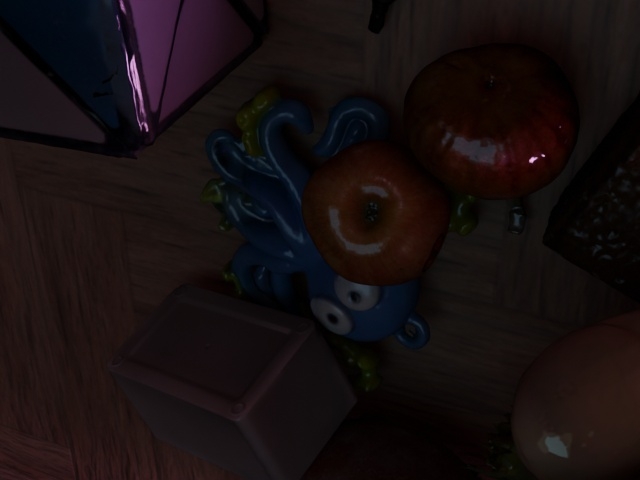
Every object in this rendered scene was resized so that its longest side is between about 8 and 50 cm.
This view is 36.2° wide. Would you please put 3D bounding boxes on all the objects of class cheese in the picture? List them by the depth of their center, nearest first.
[{"bbox_3d":[0.363,0.106,0.854,0.328,0.351,0.129,-46,49,32],"label":"cheese"}]

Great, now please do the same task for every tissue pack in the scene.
[{"bbox_3d":[-0.108,0.169,1.172,0.246,0.159,0.136,14,142,40],"label":"tissue pack"}]

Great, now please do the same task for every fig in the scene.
[{"bbox_3d":[0.174,-0.106,0.920,0.149,0.202,0.148,-27,68,34],"label":"fig"}]

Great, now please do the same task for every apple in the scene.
[{"bbox_3d":[0.053,-0.026,0.958,0.146,0.131,0.146,1,95,14],"label":"apple"}]

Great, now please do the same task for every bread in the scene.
[{"bbox_3d":[0.362,-0.109,0.823,0.165,0.113,0.416,34,132,5],"label":"bread"}]

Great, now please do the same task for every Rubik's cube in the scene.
[{"bbox_3d":[-0.243,-0.285,0.902,0.307,0.305,0.310,11,125,21],"label":"Rubik's cube"}]

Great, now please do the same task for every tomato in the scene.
[{"bbox_3d":[0.068,0.371,1.200,0.317,0.282,0.316,25,136,26],"label":"tomato"}]

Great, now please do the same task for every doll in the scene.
[{"bbox_3d":[0.000,0.000,1.096,0.341,0.099,0.346,40,128,-3],"label":"doll"}]

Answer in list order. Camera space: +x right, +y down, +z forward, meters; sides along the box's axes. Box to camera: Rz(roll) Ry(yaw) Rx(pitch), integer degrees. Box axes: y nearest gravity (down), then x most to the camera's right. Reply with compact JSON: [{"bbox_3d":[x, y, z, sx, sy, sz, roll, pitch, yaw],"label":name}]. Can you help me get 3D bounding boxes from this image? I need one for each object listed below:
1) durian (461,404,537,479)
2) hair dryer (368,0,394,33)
[{"bbox_3d":[0.304,0.290,1.071,0.158,0.169,0.352,-13,122,36],"label":"durian"},{"bbox_3d":[0.049,-0.304,0.894,0.196,0.078,0.248,25,134,14],"label":"hair dryer"}]
